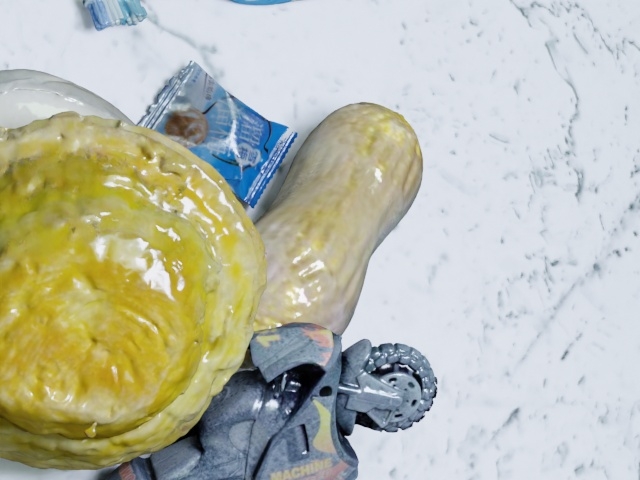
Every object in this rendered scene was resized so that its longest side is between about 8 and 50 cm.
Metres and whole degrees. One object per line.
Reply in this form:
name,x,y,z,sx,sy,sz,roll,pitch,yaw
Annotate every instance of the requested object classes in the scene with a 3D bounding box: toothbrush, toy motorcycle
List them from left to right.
toothbrush,-0.057,-0.245,1.771,0.386,0.040,0.040,-13,86,-35
toy motorcycle,-0.050,0.173,1.580,0.307,0.108,0.173,-40,115,4

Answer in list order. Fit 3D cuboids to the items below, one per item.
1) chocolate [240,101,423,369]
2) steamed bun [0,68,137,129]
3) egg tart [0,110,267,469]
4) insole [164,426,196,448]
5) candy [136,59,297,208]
chocolate,0.000,0.000,1.699,0.134,0.134,0.309,43,58,-17
steamed bun,-0.229,-0.044,1.558,0.228,0.131,0.177,29,89,-15
egg tart,-0.195,0.054,1.450,0.318,0.128,0.319,-2,106,-6
insole,-0.125,0.145,1.661,0.045,0.002,0.135,17,71,-28
candy,-0.096,-0.102,1.717,0.136,0.038,0.088,35,77,-13
